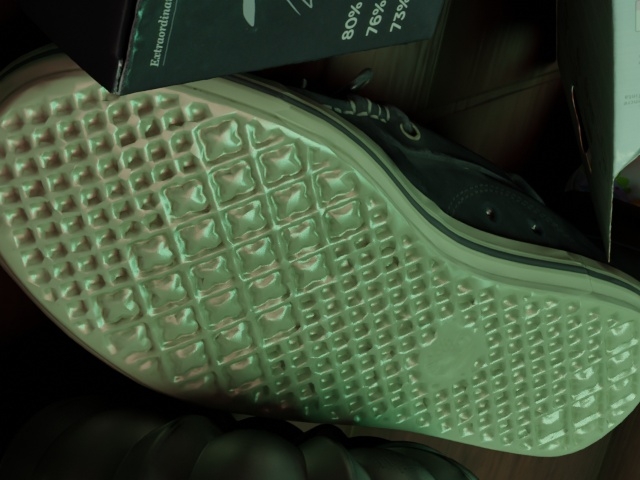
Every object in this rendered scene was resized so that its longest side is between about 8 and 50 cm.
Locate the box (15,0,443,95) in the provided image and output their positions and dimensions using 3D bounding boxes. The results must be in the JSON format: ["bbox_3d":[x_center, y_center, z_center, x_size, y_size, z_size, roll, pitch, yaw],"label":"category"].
[{"bbox_3d":[-0.031,-0.173,0.881,0.207,0.108,0.153,-13,133,-38],"label":"box"}]

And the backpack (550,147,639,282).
[{"bbox_3d":[0.340,-0.071,1.233,0.355,0.290,0.273,-42,138,-21],"label":"backpack"}]

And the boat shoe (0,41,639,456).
[{"bbox_3d":[0.000,0.000,1.055,0.500,0.156,0.187,19,115,-40],"label":"boat shoe"}]

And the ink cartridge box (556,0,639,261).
[{"bbox_3d":[0.178,-0.133,1.078,0.066,0.189,0.232,-10,139,5],"label":"ink cartridge box"}]

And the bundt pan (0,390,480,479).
[{"bbox_3d":[-0.041,0.163,1.056,0.331,0.331,0.124,15,83,-52],"label":"bundt pan"}]
